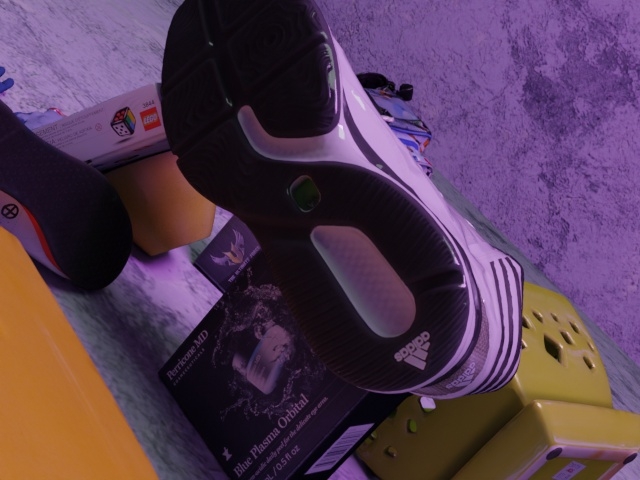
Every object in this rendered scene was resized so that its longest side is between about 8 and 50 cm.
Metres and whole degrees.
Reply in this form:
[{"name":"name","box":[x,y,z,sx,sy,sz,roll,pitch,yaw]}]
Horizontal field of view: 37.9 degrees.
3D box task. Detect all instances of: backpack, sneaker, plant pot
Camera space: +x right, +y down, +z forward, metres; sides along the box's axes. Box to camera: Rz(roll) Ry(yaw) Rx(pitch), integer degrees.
[{"name":"backpack","box":[0.008,-0.104,1.343,0.263,0.277,0.213,10,31,-38]},{"name":"sneaker","box":[0.025,-0.040,0.831,0.257,0.169,0.448,31,26,-56]},{"name":"plant pot","box":[-0.163,-0.039,0.990,0.134,0.134,0.095,-29,100,-73]},{"name":"sneaker","box":[-0.278,-0.057,0.798,0.145,0.090,0.270,20,-18,31]},{"name":"plant pot","box":[0.178,0.184,0.967,0.228,0.227,0.207,15,33,-42]}]

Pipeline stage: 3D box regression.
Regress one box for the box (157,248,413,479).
[{"name":"box","box":[-0.030,0.118,0.800,0.158,0.156,0.093,49,19,26]}]

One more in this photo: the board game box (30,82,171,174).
[{"name":"board game box","box":[-0.173,-0.116,0.991,0.305,0.192,0.053,-26,99,-69]}]

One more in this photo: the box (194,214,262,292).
[{"name":"box","box":[0.000,0.000,1.043,0.183,0.231,0.056,44,13,6]}]

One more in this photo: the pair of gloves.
[{"name":"pair of gloves","box":[-0.343,-0.147,1.021,0.198,0.023,0.159,38,14,-15]}]

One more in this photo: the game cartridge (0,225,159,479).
[{"name":"game cartridge","box":[-0.216,0.064,0.559,0.324,0.052,0.285,52,-1,30]}]
